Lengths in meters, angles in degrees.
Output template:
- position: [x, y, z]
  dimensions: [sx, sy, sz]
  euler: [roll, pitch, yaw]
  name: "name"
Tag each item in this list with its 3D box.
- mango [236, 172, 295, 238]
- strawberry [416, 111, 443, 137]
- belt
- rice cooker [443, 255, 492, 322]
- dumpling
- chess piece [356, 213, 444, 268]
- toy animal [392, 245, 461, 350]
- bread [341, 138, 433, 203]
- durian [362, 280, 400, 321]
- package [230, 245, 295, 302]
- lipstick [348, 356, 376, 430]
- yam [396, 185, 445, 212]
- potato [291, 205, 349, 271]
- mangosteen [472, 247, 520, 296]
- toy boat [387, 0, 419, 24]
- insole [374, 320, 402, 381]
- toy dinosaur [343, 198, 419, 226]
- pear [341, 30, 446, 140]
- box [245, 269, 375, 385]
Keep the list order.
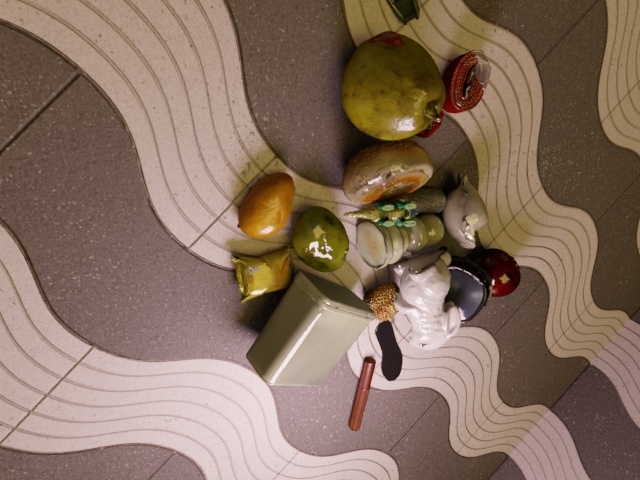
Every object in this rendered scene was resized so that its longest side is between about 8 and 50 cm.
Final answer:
- position: [-0.157, -0.106, 1.234]
  dimensions: [0.147, 0.109, 0.227]
  euler: [37, 92, -8]
  name: "mango"
- position: [0.356, -0.423, 1.363]
  dimensions: [0.148, 0.131, 0.131]
  euler: [-58, 137, -50]
  name: "strawberry"
- position: [0.485, -0.537, 1.370]
  dimensions: [0.128, 0.124, 0.201]
  euler: [15, 98, -10]
  name: "belt"
- position: [0.548, 0.188, 1.602]
  dimensions: [0.224, 0.267, 0.267]
  euler: [-16, 125, -66]
  name: "rice cooker"
- position: [0.551, -0.108, 1.533]
  dimensions: [0.175, 0.227, 0.243]
  euler: [27, 90, 12]
  name: "dumpling"
- position: [0.312, -0.020, 1.471]
  dimensions: [0.330, 0.182, 0.182]
  euler: [-15, 116, -27]
  name: "chess piece"
- position: [0.399, 0.226, 1.465]
  dimensions: [0.258, 0.194, 0.357]
  euler: [-18, 102, -5]
  name: "toy animal"
- position: [0.210, -0.224, 1.288]
  dimensions: [0.305, 0.305, 0.158]
  euler: [-12, 80, -22]
  name: "bread"
- position: [0.242, 0.240, 1.554]
  dimensions: [0.168, 0.137, 0.158]
  euler: [-31, 118, -2]
  name: "durian"
- position: [-0.175, 0.106, 1.315]
  dimensions: [0.226, 0.090, 0.168]
  euler: [-14, 107, -27]
  name: "package"
- position: [0.180, 0.673, 1.744]
  dimensions: [0.057, 0.057, 0.356]
  euler: [1, 110, -27]
  name: "lipstick"
- position: [0.357, -0.147, 1.473]
  dimensions: [0.183, 0.107, 0.107]
  euler: [-7, 113, -22]
  name: "yam"
- position: [0.000, 0.000, 1.333]
  dimensions: [0.186, 0.148, 0.253]
  euler: [-20, 126, -4]
  name: "potato"
- position: [0.726, 0.156, 1.733]
  dimensions: [0.257, 0.215, 0.215]
  euler: [-37, 126, 25]
  name: "mangosteen"
- position: [0.197, -0.765, 1.154]
  dimensions: [0.293, 0.093, 0.055]
  euler: [39, 72, -33]
  name: "toy boat"
- position: [0.301, 0.491, 1.759]
  dimensions: [0.119, 0.009, 0.348]
  euler: [-27, 120, -16]
  name: "insole"
- position: [0.210, -0.089, 1.319]
  dimensions: [0.259, 0.153, 0.094]
  euler: [-4, 98, -9]
  name: "toy dinosaur"
- position: [0.216, -0.424, 1.152]
  dimensions: [0.287, 0.375, 0.287]
  euler: [-21, 137, -21]
  name: "pear"
- position: [-0.027, 0.318, 1.384]
  dimensions: [0.344, 0.177, 0.352]
  euler: [-56, 141, 5]
  name: "box"
